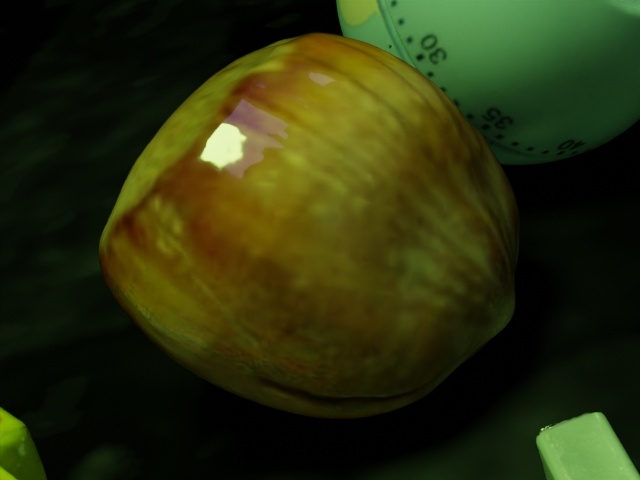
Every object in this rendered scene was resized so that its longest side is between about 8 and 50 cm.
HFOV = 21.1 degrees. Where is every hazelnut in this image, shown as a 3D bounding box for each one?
[{"bbox_3d":[0.000,0.000,0.655,0.150,0.150,0.150,-14,30,9],"label":"hazelnut"}]

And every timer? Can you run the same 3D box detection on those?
[{"bbox_3d":[0.050,-0.118,0.776,0.255,0.175,0.175,11,41,43],"label":"timer"}]

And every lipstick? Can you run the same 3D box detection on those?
[{"bbox_3d":[0.096,0.097,0.528,0.025,0.025,0.107,-20,37,-1],"label":"lipstick"}]

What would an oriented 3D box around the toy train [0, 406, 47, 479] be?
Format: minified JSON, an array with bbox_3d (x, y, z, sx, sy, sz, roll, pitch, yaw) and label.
[{"bbox_3d":[-0.134,0.114,0.573,0.127,0.089,0.219,-25,28,-31],"label":"toy train"}]
